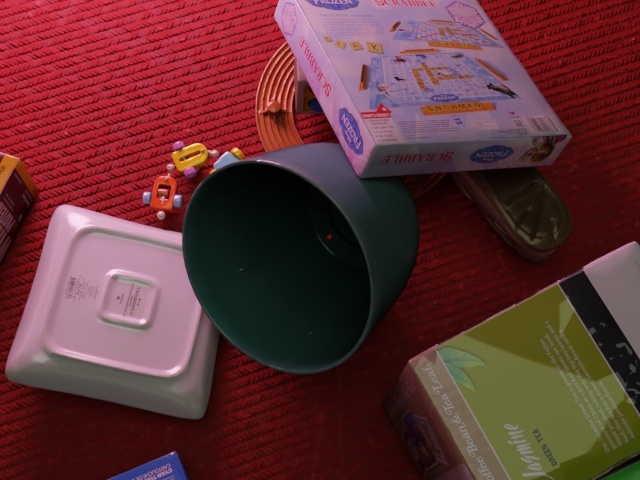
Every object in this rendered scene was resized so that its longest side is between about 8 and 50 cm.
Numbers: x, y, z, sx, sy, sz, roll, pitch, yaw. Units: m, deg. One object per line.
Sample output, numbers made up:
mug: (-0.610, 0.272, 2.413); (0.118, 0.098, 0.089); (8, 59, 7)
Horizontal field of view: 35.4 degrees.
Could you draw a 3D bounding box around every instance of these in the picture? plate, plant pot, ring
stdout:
plate: (-0.270, 0.090, 1.407); (0.278, 0.045, 0.277); (13, 63, -7)
plant pot: (0.000, 0.000, 1.362); (0.293, 0.293, 0.235); (43, 37, 11)
ring: (0.065, -0.209, 1.566); (0.337, 0.032, 0.336); (1, 72, -3)

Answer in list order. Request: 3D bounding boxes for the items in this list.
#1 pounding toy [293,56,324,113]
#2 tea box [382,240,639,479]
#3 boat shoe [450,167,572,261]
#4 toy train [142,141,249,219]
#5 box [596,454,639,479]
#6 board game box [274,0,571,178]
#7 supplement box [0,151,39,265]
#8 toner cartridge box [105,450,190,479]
pounding toy: (0.034, -0.236, 1.489); (0.141, 0.130, 0.100); (-2, 72, -3)
tea box: (0.277, 0.203, 1.281); (0.324, 0.329, 0.220); (-26, 75, -9)
boat shoe: (0.243, -0.116, 1.500); (0.122, 0.110, 0.341); (-26, 74, -9)
toy train: (-0.178, -0.084, 1.509); (0.166, 0.046, 0.125); (2, 73, 2)
box: (0.385, 0.353, 1.287); (0.262, 0.231, 0.126); (-23, 74, -10)
board game box: (0.137, -0.228, 1.384); (0.319, 0.066, 0.318); (-5, 53, -28)
supplement box: (-0.544, -0.046, 1.435); (0.194, 0.129, 0.191); (21, 72, 4)
toner cartridge box: (-0.317, 0.422, 1.298); (0.348, 0.075, 0.165); (-22, 60, -9)
